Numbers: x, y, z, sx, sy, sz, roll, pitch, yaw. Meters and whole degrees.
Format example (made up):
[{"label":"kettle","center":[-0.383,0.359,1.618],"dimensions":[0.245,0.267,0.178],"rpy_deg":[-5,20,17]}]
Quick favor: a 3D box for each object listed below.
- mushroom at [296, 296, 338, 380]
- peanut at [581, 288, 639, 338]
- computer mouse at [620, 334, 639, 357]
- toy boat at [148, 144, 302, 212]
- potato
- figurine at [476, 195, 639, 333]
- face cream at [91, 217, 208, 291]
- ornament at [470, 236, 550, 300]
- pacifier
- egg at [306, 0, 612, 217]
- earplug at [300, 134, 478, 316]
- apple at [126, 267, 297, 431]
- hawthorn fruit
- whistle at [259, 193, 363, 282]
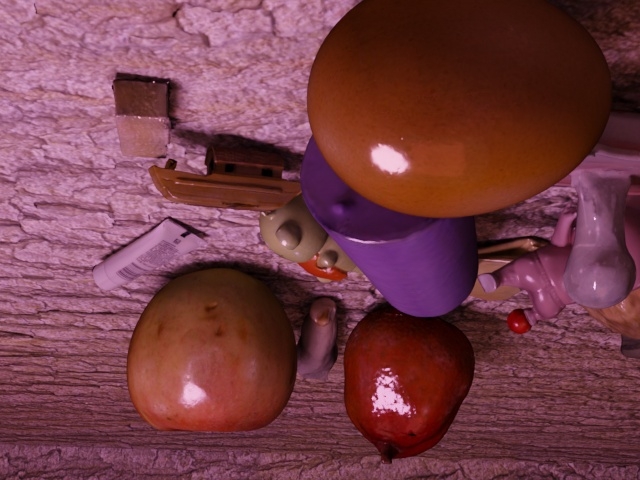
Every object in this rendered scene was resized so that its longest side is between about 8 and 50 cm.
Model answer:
[{"label":"mushroom","center":[-0.006,0.227,1.848],"dimensions":[0.097,0.109,0.351],"rpy_deg":[19,155,4]},{"label":"peanut","center":[0.534,0.069,1.432],"dimensions":[0.196,0.110,0.233],"rpy_deg":[53,135,-2]},{"label":"computer mouse","center":[0.696,0.144,1.559],"dimensions":[0.228,0.145,0.429],"rpy_deg":[-4,149,-2]},{"label":"toy boat","center":[-0.130,-0.089,1.205],"dimensions":[0.226,0.088,0.068],"rpy_deg":[5,175,-24]},{"label":"potato","center":[-0.232,-0.158,1.121],"dimensions":[0.086,0.061,0.122],"rpy_deg":[4,155,-8]},{"label":"figurine","center":[0.400,0.032,1.346],"dimensions":[0.287,0.176,0.186],"rpy_deg":[-34,179,12]},{"label":"face cream","center":[-0.317,0.027,1.522],"dimensions":[0.244,0.058,0.092],"rpy_deg":[-25,138,34]},{"label":"ornament","center":[0.308,0.050,1.527],"dimensions":[0.180,0.059,0.201],"rpy_deg":[16,153,-21]},{"label":"pacifier","center":[0.361,-0.069,1.102],"dimensions":[0.332,0.273,0.220],"rpy_deg":[5,138,-9]},{"label":"egg","center":[0.146,-0.150,0.897],"dimensions":[0.322,0.250,0.250],"rpy_deg":[-4,155,-9]},{"label":"earplug","center":[0.135,-0.015,1.246],"dimensions":[0.215,0.215,0.456],"rpy_deg":[-6,157,15]},{"label":"apple","center":[-0.213,0.213,1.632],"dimensions":[0.338,0.305,0.338],"rpy_deg":[-1,168,0]},{"label":"hawthorn fruit","center":[0.178,0.286,1.757],"dimensions":[0.295,0.311,0.295],"rpy_deg":[1,-173,0]},{"label":"whistle","center":[0.000,0.000,1.363],"dimensions":[0.106,0.131,0.288],"rpy_deg":[-43,137,17]}]
